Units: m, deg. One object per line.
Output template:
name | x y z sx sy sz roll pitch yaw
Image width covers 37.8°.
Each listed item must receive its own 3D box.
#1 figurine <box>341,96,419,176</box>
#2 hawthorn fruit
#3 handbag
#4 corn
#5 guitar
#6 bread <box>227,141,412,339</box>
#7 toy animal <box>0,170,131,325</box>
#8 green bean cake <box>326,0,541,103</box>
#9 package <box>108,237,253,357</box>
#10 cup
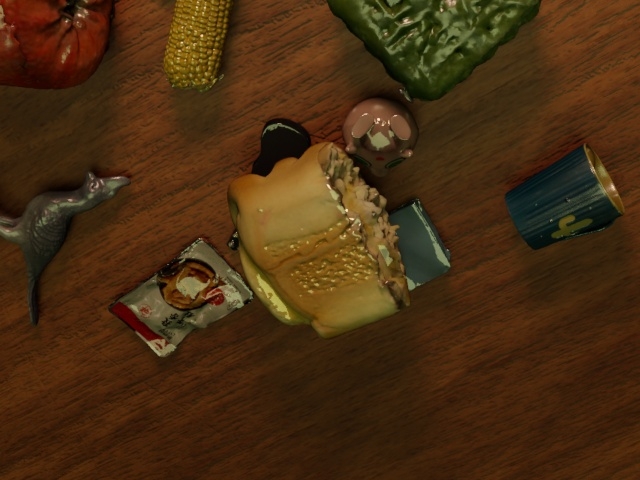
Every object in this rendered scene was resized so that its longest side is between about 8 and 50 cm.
figurine | 0.095 -0.167 1.493 0.125 0.138 0.125 0 82 0
hawthorn fruit | -0.470 -0.349 1.383 0.307 0.276 0.276 0 118 20
handbag | 0.105 0.032 1.636 0.221 0.057 0.144 -28 105 19
corn | -0.180 -0.353 1.437 0.091 0.091 0.260 31 116 28
guitar | -0.102 -0.083 1.599 0.084 0.038 0.271 24 117 -6
bread | 0.000 0.000 1.517 0.270 0.211 0.315 -24 106 27
toy animal | -0.512 -0.014 1.643 0.206 0.081 0.367 28 117 -22
green bean cake | 0.160 -0.365 1.364 0.247 0.156 0.250 -39 108 20
package | -0.255 0.110 1.717 0.239 0.030 0.154 -34 112 19
cup | 0.405 -0.056 1.532 0.155 0.131 0.176 -28 137 23
